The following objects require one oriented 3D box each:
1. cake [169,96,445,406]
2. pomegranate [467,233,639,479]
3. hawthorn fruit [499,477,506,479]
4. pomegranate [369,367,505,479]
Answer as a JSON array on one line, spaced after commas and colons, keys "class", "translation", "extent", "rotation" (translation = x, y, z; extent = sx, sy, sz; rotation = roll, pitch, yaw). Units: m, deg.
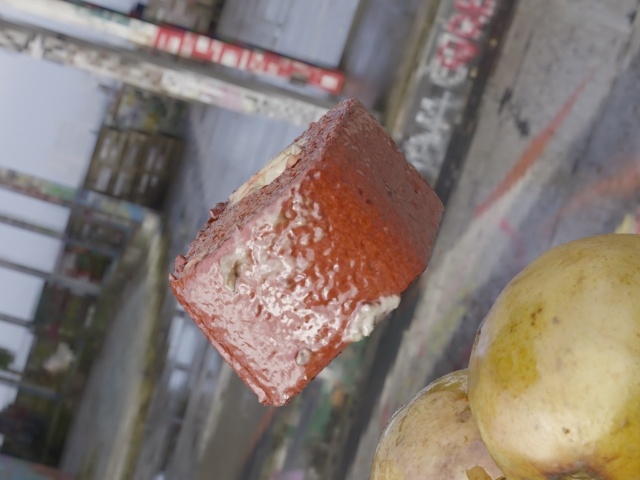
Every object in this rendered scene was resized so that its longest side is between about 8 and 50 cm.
[{"class": "cake", "translation": [0.000, 0.000, 1.198], "extent": [0.177, 0.151, 0.283], "rotation": [-34, 9, 25]}, {"class": "pomegranate", "translation": [0.252, 0.123, 1.266], "extent": [0.260, 0.260, 0.260], "rotation": [-163, 90, -79]}, {"class": "hawthorn fruit", "translation": [0.259, 0.301, 1.491], "extent": [0.162, 0.204, 0.162], "rotation": [176, 90, -87]}, {"class": "pomegranate", "translation": [0.209, 0.297, 1.788], "extent": [0.322, 0.322, 0.322], "rotation": [-163, 90, -79]}]
